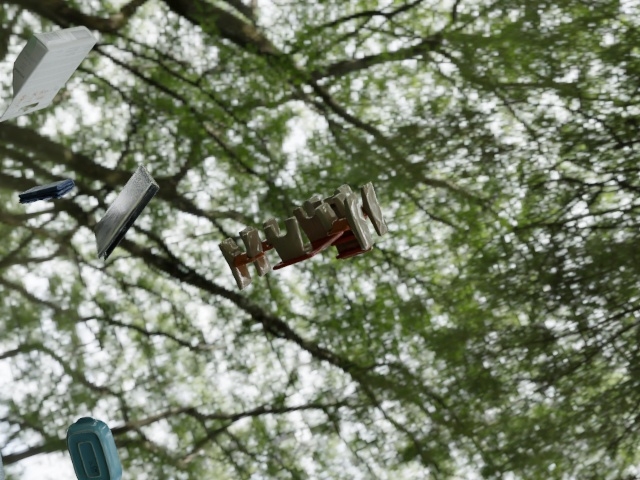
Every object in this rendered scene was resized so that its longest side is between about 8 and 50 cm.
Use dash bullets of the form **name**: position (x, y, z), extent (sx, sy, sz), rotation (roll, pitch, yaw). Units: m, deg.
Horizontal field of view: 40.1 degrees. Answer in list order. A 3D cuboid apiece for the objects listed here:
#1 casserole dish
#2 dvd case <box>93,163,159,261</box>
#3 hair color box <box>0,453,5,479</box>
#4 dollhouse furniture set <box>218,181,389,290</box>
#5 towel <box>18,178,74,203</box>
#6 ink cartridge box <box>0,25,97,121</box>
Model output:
- **casserole dish**: position (-0.537, 0.507, 2.062), extent (0.114, 0.037, 0.188), rotation (-10, -78, 11)
- **dvd case**: position (-0.368, -0.057, 1.639), extent (0.164, 0.018, 0.221), rotation (-53, -158, 1)
- **hair color box**: position (-0.928, 0.581, 2.247), extent (0.186, 0.113, 0.374), rotation (-7, -87, 11)
- **dollhouse furniture set**: position (0.000, 0.000, 1.544), extent (0.262, 0.259, 0.135), rotation (-19, -82, 27)
- **towel**: position (-0.602, -0.106, 1.928), extent (0.120, 0.067, 0.029), rotation (-10, -72, 27)
- **ink cartridge box**: position (-0.609, -0.365, 1.911), extent (0.225, 0.181, 0.056), rotation (-41, -89, 28)
